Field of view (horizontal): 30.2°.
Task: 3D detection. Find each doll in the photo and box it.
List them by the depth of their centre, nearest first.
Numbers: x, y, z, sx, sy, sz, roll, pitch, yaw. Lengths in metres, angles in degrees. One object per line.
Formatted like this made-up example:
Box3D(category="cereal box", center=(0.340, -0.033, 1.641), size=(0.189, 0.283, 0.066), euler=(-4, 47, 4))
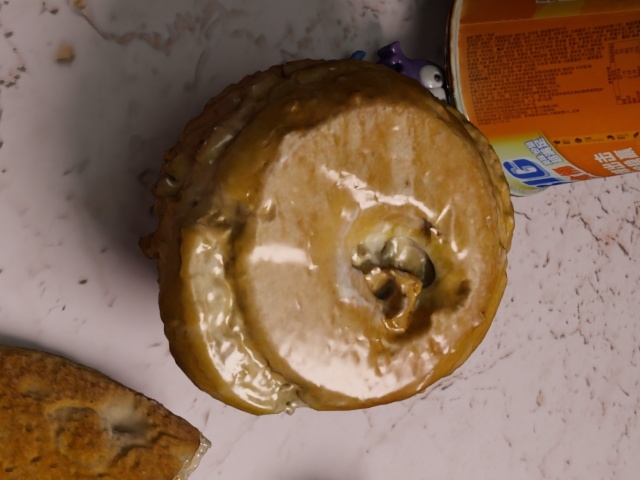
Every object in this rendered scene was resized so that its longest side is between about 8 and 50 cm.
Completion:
Box3D(category="doll", center=(0.055, -0.140, 1.186), size=(0.206, 0.067, 0.110), euler=(-13, 94, -23))

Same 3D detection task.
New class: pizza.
Box3D(category="pizza", center=(-0.237, 0.159, 0.948), size=(0.365, 0.182, 0.074), euler=(15, 126, -42))

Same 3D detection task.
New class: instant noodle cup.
Box3D(category="instant noodle cup", center=(0.295, -0.187, 1.219), size=(0.296, 0.214, 0.296), euler=(-2, 93, -49))

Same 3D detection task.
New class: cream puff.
Box3D(category="cream puff", center=(0.000, 0.000, 1.055), size=(0.343, 0.231, 0.327), euler=(-42, 115, -13))
